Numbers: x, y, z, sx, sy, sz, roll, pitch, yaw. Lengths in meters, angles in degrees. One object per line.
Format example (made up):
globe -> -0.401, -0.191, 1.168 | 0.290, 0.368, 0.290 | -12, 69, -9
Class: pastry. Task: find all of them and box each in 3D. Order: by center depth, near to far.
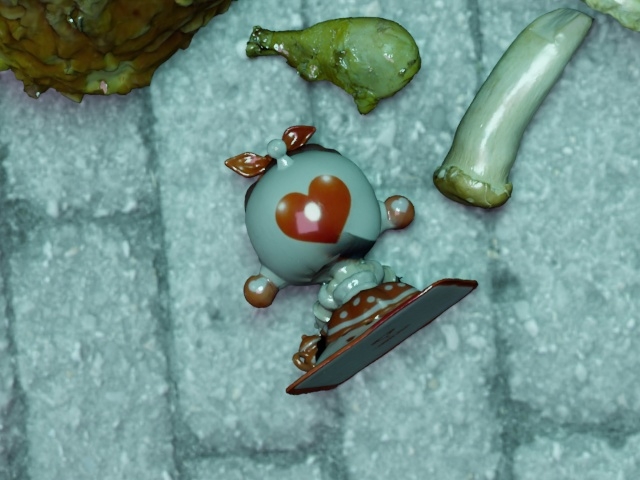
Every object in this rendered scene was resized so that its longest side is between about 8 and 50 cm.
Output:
pastry -> -0.198, -0.316, 1.433 | 0.405, 0.337, 0.292 | -44, 78, 13

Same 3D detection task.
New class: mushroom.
mushroom -> 0.178, -0.124, 1.501 | 0.071, 0.084, 0.209 | 27, 98, -13

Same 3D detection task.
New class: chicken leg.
chicken leg -> 0.010, -0.170, 1.541 | 0.178, 0.070, 0.093 | 12, 104, 18

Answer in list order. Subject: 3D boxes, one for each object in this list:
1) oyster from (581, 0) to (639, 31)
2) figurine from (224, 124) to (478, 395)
oyster -> 0.201, -0.322, 1.312 | 0.275, 0.100, 0.271 | 18, 99, 22
figurine -> 0.000, 0.000, 1.526 | 0.183, 0.160, 0.226 | -36, 78, 13
